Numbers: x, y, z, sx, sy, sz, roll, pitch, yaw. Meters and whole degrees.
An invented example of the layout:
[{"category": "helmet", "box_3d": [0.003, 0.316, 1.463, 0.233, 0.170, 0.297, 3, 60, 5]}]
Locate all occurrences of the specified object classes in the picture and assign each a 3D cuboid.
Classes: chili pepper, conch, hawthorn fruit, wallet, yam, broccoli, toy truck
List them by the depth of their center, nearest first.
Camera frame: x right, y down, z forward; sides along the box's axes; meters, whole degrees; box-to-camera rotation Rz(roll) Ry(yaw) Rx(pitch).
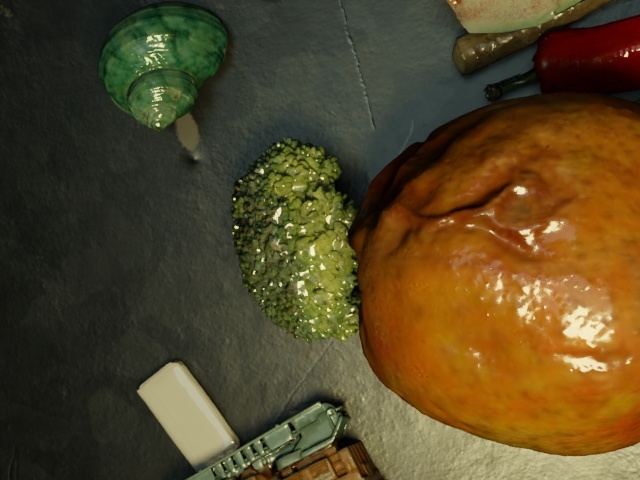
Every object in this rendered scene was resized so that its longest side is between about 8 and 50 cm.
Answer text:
[{"category": "hawthorn fruit", "box_3d": [0.254, 0.034, 1.152, 0.472, 0.472, 0.471, 1, 93, 12]}, {"category": "chili pepper", "box_3d": [0.414, -0.256, 1.288, 0.388, 0.110, 0.110, -8, 91, 32]}, {"category": "yam", "box_3d": [0.328, -0.328, 1.353, 0.300, 0.066, 0.066, -28, 87, 12]}, {"category": "broccoli", "box_3d": [-0.013, 0.009, 1.367, 0.260, 0.235, 0.288, 11, 130, 13]}, {"category": "conch", "box_3d": [-0.246, -0.265, 1.443, 0.196, 0.134, 0.202, -5, 91, 14]}, {"category": "toy truck", "box_3d": [-0.081, 0.394, 1.448, 0.338, 0.133, 0.184, -28, 77, 9]}, {"category": "wallet", "box_3d": [-0.210, 0.289, 1.517, 0.095, 0.033, 0.190, -41, 83, 13]}]

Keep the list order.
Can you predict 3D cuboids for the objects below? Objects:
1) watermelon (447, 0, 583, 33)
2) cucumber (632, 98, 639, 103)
[{"category": "watermelon", "box_3d": [0.296, -0.420, 1.250, 0.305, 0.180, 0.223, -28, 87, 30]}, {"category": "cucumber", "box_3d": [0.477, -0.088, 1.305, 0.134, 0.134, 0.244, -19, 96, 13]}]
